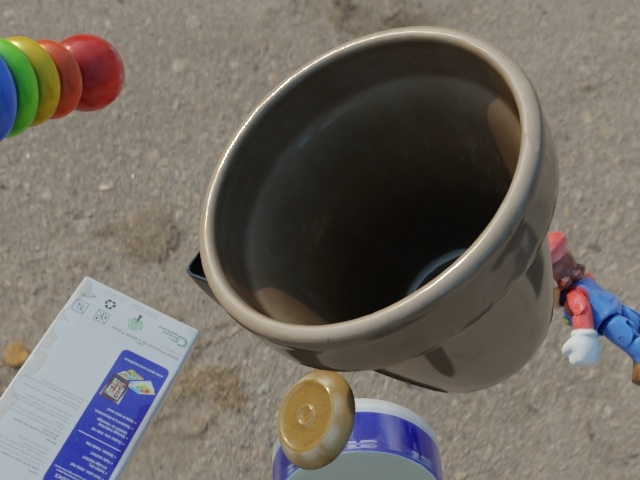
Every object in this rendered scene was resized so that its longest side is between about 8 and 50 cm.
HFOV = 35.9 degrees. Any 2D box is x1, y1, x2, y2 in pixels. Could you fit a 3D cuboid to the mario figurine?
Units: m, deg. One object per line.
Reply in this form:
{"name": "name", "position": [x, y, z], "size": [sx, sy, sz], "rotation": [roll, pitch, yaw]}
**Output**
{"name": "mario figurine", "position": [0.421, 0.119, 1.651], "size": [0.320, 0.198, 0.170], "rotation": [39, 84, 11]}

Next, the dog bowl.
{"name": "dog bowl", "position": [0.057, 0.371, 1.525], "size": [0.265, 0.264, 0.104], "rotation": [5, 37, -6]}

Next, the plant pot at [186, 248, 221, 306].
{"name": "plant pot", "position": [-0.078, 0.053, 1.611], "size": [0.188, 0.167, 0.187], "rotation": [20, 60, 21]}

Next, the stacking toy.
{"name": "stacking toy", "position": [-0.331, -0.163, 1.040], "size": [0.141, 0.141, 0.330], "rotation": [41, 34, 16]}

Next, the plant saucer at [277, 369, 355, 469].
{"name": "plant saucer", "position": [-0.008, 0.144, 0.804], "size": [0.015, 0.083, 0.083], "rotation": [26, 46, -44]}

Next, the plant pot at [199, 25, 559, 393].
{"name": "plant pot", "position": [0.076, 0.005, 0.762], "size": [0.263, 0.229, 0.263], "rotation": [-17, 53, 24]}

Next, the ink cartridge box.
{"name": "ink cartridge box", "position": [-0.285, 0.206, 1.152], "size": [0.165, 0.065, 0.332], "rotation": [27, 49, 1]}
